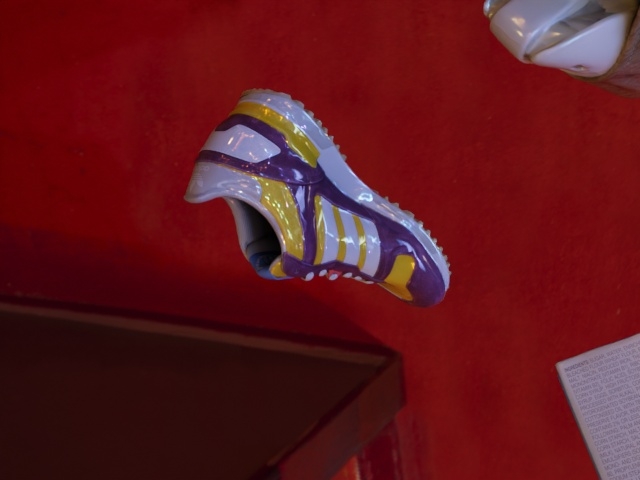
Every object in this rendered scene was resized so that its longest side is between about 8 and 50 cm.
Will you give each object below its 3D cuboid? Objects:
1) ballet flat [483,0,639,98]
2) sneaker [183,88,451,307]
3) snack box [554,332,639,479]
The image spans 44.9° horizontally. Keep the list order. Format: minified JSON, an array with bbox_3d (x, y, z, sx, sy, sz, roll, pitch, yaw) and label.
[{"bbox_3d":[0.152,-0.169,0.421,0.124,0.342,0.116,-36,69,-9],"label":"ballet flat"},{"bbox_3d":[0.000,0.000,0.458,0.185,0.084,0.069,42,159,-26],"label":"sneaker"},{"bbox_3d":[0.292,0.088,0.337,0.322,0.060,0.187,-24,57,16],"label":"snack box"}]
